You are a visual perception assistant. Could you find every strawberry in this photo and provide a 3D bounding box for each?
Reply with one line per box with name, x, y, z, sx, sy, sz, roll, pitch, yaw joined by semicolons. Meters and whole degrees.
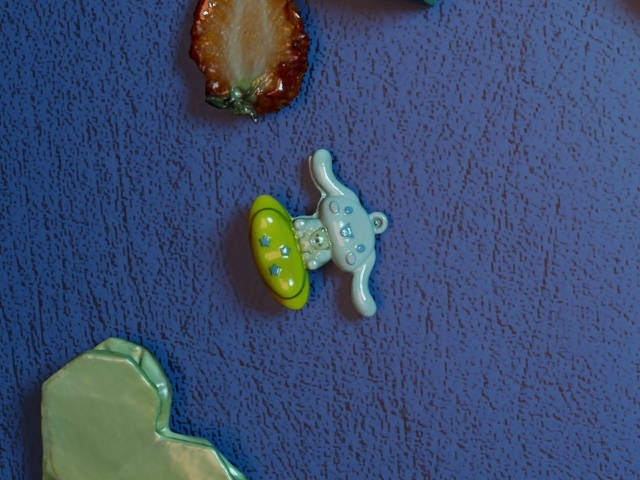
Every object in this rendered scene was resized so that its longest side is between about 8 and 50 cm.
strawberry;-0.055;-0.169;1.112;0.103;0.048;0.152;1;81;19

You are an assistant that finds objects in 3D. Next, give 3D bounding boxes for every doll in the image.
doll;0.002;0.007;1.110;0.113;0.071;0.135;-41;92;-6

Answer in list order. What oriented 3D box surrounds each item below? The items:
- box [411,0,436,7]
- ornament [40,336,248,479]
box;0.055;-0.310;1.055;0.129;0.086;0.225;18;98;11
ornament;-0.173;0.200;1.161;0.180;0.059;0.201;-39;88;15
